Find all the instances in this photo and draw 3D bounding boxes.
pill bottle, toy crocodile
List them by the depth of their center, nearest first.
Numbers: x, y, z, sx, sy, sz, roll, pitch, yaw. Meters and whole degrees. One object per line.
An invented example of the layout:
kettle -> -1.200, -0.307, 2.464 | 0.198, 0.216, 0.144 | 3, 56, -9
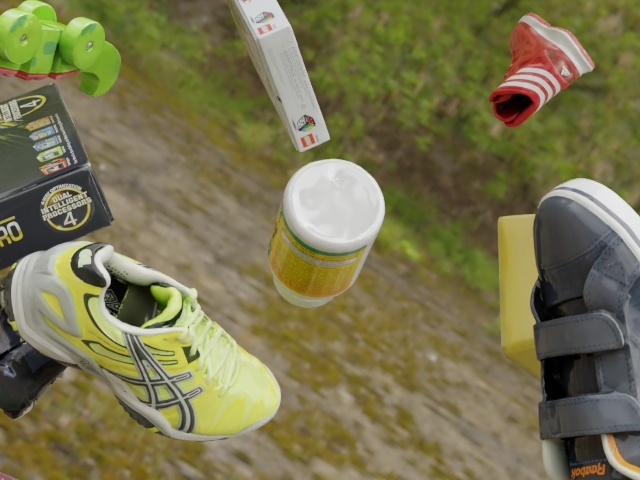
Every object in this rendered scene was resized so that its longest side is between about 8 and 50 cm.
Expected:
pill bottle -> 0.000, 0.000, 1.663 | 0.117, 0.117, 0.208 | 32, -26, 6
toy crocodile -> -0.379, -0.247, 1.781 | 0.115, 0.105, 0.340 | 22, 12, 25

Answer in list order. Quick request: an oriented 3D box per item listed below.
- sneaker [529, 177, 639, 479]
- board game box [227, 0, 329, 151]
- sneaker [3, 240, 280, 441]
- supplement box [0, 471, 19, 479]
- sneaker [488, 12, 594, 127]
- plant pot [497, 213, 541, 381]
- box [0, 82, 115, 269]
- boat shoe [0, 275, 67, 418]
sneaker -> 0.229, 0.114, 1.084 | 0.321, 0.127, 0.126 | 64, -25, 3
board game box -> -0.076, -0.283, 1.952 | 0.305, 0.053, 0.193 | -115, -176, -49
sneaker -> -0.179, 0.126, 1.629 | 0.147, 0.145, 0.385 | -20, -39, 40
supplement box -> -0.457, 0.348, 1.826 | 0.188, 0.104, 0.081 | 28, 43, -18
sneaker -> 0.250, -0.215, 1.781 | 0.087, 0.128, 0.221 | 51, 0, -11
plant pot -> 0.381, 0.079, 1.966 | 0.187, 0.212, 0.212 | -14, -30, 30
box -> -0.454, -0.064, 1.825 | 0.395, 0.318, 0.097 | -126, -166, -63
boat shoe -> -0.364, 0.100, 1.833 | 0.127, 0.158, 0.340 | 50, 3, -26
